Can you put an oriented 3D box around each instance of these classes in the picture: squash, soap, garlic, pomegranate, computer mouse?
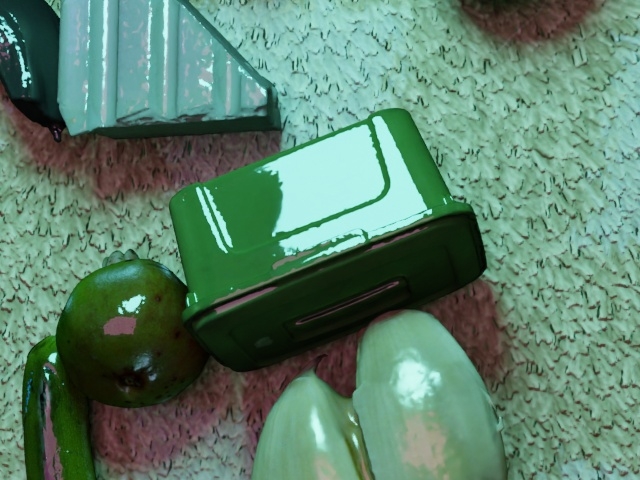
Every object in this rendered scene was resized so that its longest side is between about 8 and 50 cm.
[{"bbox_3d":[-0.303,0.275,1.727,0.087,0.087,0.332,-11,81,9],"label":"squash"},{"bbox_3d":[-0.169,-0.266,1.734,0.257,0.159,0.302,-2,84,14],"label":"soap"},{"bbox_3d":[0.075,0.250,1.570,0.286,0.249,0.313,-7,111,28],"label":"garlic"},{"bbox_3d":[-0.219,0.092,1.705,0.180,0.180,0.210,-25,40,7],"label":"pomegranate"},{"bbox_3d":[-0.355,-0.240,1.773,0.088,0.147,0.264,-29,80,10],"label":"computer mouse"}]

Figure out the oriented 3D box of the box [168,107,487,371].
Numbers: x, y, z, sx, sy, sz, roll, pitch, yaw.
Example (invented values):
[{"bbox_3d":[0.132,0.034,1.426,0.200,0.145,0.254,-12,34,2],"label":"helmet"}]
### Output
[{"bbox_3d":[0.000,0.000,1.619,0.328,0.253,0.178,-23,71,2],"label":"box"}]
